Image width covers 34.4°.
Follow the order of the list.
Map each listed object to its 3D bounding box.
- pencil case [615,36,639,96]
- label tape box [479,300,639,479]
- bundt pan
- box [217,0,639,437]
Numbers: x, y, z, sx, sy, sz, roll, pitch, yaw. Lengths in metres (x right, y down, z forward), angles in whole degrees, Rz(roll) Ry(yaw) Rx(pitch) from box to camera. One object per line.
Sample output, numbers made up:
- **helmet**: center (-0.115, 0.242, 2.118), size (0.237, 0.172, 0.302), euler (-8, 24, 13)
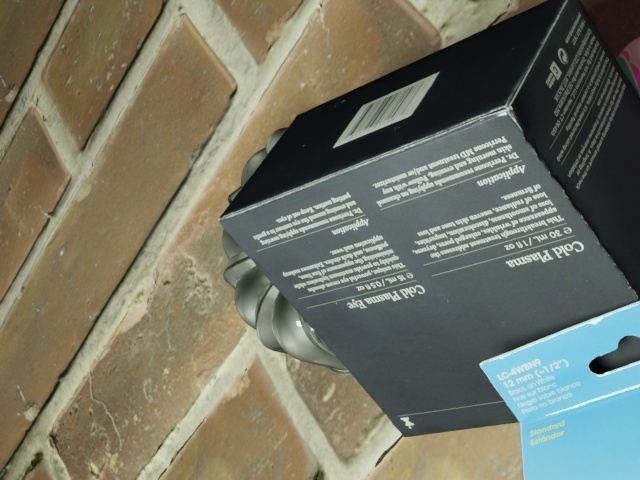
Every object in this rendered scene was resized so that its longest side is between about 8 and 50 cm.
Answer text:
- **pencil case**: center (0.375, -0.093, 0.892), size (0.284, 0.124, 0.124), euler (32, 107, 40)
- **label tape box**: center (0.302, 0.218, 0.797), size (0.249, 0.115, 0.348), euler (-27, 104, 30)
- **bundt pan**: center (0.000, 0.000, 1.249), size (0.331, 0.124, 0.331), euler (-5, 83, 43)
- **box**: center (0.144, 0.000, 0.951), size (0.343, 0.312, 0.179), euler (-17, 29, 43)
